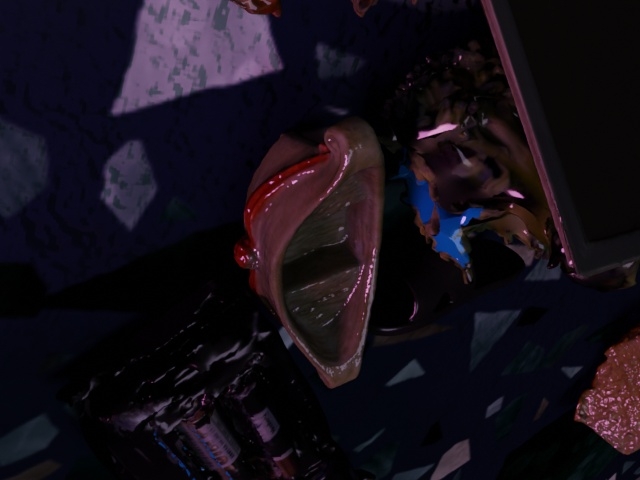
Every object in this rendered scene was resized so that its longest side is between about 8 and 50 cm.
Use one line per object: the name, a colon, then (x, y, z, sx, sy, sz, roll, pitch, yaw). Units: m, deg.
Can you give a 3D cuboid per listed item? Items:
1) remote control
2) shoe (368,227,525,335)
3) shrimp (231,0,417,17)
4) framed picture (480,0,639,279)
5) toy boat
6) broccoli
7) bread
remote control: (-0.037, 0.171, 0.661, 0.144, 0.062, 0.399, -36, 144, -10)
shoe: (0.077, 0.012, 0.609, 0.159, 0.062, 0.053, -14, 132, -41)
shrimp: (-0.011, -0.153, 0.376, 0.132, 0.051, 0.187, -31, 136, 4)
framed picture: (0.169, -0.094, 0.490, 0.252, 0.197, 0.014, -12, 172, -41)
toy boat: (-0.001, 0.000, 0.512, 0.089, 0.071, 0.185, -23, 139, -24)
broccoli: (0.117, -0.035, 0.513, 0.154, 0.160, 0.167, -16, 132, 4)
bread: (0.332, 0.133, 0.949, 0.125, 0.086, 0.156, -16, 141, -46)
